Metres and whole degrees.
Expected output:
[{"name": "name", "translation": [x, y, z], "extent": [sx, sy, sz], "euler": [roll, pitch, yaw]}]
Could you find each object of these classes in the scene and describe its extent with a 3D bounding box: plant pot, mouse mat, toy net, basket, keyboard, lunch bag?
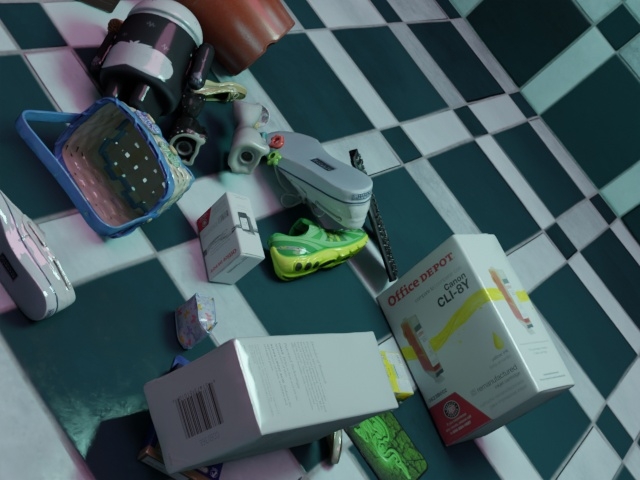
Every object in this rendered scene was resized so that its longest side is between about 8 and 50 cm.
[{"name": "plant pot", "translation": [-0.220, -0.562, 2.033], "extent": [0.265, 0.272, 0.272], "euler": [49, 35, -14]}, {"name": "mouse mat", "translation": [0.133, 0.415, 1.695], "extent": [0.190, 0.007, 0.152], "euler": [53, 36, 8]}, {"name": "toy net", "translation": [-0.145, -0.252, 1.922], "extent": [0.045, 0.122, 0.232], "euler": [51, 29, -44]}, {"name": "basket", "translation": [-0.380, -0.132, 1.494], "extent": [0.255, 0.201, 0.289], "euler": [53, 26, 4]}, {"name": "keyboard", "translation": [0.127, -0.065, 1.985], "extent": [0.201, 0.033, 0.317], "euler": [-89, 162, -75]}, {"name": "lunch bag", "translation": [-0.223, 0.149, 1.512], "extent": [0.053, 0.071, 0.083], "euler": [23, 40, -37]}]

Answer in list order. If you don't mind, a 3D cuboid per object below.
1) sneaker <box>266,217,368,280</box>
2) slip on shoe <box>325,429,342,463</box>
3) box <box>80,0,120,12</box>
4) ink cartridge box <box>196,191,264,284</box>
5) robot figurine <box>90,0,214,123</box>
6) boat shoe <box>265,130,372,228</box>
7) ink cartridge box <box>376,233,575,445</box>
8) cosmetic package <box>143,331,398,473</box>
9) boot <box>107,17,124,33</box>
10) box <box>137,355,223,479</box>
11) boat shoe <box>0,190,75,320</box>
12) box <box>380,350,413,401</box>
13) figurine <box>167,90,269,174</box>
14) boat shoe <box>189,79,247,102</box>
[{"name": "sneaker", "translation": [0.000, 0.000, 1.849], "extent": [0.295, 0.109, 0.124], "euler": [-13, 71, -51]}, {"name": "slip on shoe", "translation": [0.022, 0.362, 1.600], "extent": [0.041, 0.051, 0.135], "euler": [2, 54, 4]}, {"name": "box", "translation": [-0.496, -0.652, 1.853], "extent": [0.167, 0.203, 0.169], "euler": [16, 48, -38]}, {"name": "ink cartridge box", "translation": [-0.180, -0.002, 1.663], "extent": [0.063, 0.109, 0.150], "euler": [15, 47, -42]}, {"name": "robot figurine", "translation": [-0.350, -0.369, 1.739], "extent": [0.209, 0.173, 0.278], "euler": [27, 64, -22]}, {"name": "boat shoe", "translation": [-0.015, -0.125, 1.919], "extent": [0.135, 0.157, 0.367], "euler": [-20, 38, -35]}, {"name": "ink cartridge box", "translation": [0.329, 0.215, 1.854], "extent": [0.160, 0.279, 0.385], "euler": [1, 56, -45]}, {"name": "cosmetic package", "translation": [-0.068, 0.260, 1.395], "extent": [0.385, 0.217, 0.156], "euler": [5, 61, -56]}, {"name": "boot", "translation": [-0.408, -0.432, 1.873], "extent": [0.158, 0.059, 0.085], "euler": [52, 32, -9]}, {"name": "box", "translation": [-0.212, 0.301, 1.414], "extent": [0.136, 0.036, 0.225], "euler": [35, 37, -19]}, {"name": "boat shoe", "translation": [-0.489, 0.008, 1.360], "extent": [0.084, 0.095, 0.258], "euler": [-26, 88, -58]}, {"name": "box", "translation": [0.107, 0.281, 1.756], "extent": [0.179, 0.043, 0.105], "euler": [15, 43, -40]}, {"name": "figurine", "translation": [-0.222, -0.252, 1.829], "extent": [0.214, 0.092, 0.209], "euler": [8, 42, -13]}, {"name": "boat shoe", "translation": [-0.237, -0.344, 1.970], "extent": [0.153, 0.056, 0.048], "euler": [2, 65, -44]}]
